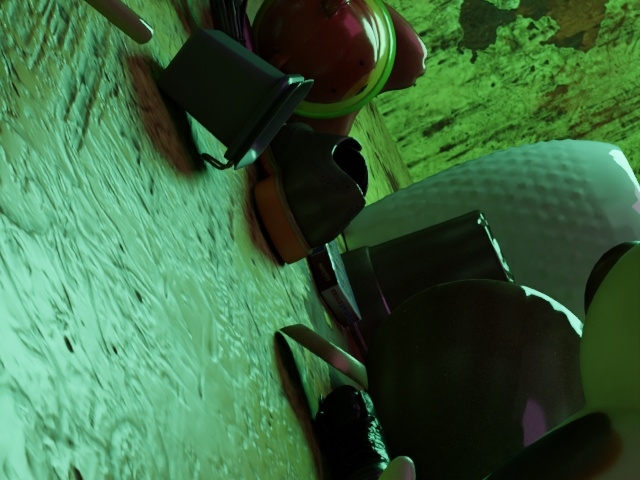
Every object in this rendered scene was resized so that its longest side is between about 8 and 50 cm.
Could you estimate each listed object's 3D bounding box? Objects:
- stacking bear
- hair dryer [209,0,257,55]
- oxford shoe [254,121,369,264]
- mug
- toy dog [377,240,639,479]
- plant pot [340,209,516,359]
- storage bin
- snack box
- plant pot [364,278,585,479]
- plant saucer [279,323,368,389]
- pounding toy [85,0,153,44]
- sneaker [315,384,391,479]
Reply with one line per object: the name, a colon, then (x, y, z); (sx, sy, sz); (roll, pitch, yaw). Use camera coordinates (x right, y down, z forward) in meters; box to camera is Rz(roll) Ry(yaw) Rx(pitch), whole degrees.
stacking bear: (0.003, -0.196, 1.807); (0.164, 0.175, 0.289); (51, 5, 0)
hair dryer: (-0.103, -0.229, 1.674); (0.293, 0.080, 0.223); (-90, 172, -62)
oxford shoe: (0.001, -0.057, 1.632); (0.271, 0.098, 0.097); (-95, 159, -69)
mug: (0.248, 0.072, 2.063); (0.276, 0.328, 0.374); (41, 26, -72)
toy dog: (0.230, 0.182, 1.282); (0.395, 0.408, 0.284); (34, -16, -13)
plant pot: (0.116, 0.057, 1.829); (0.167, 0.165, 0.167); (-24, 90, -83)
storage bin: (-0.073, -0.113, 1.386); (0.091, 0.098, 0.135); (38, 8, 1)
snack box: (0.000, 0.000, 1.746); (0.064, 0.022, 0.178); (59, 10, -47)
plant pot: (0.128, 0.182, 1.486); (0.215, 0.215, 0.230); (62, 21, -23)
plant saucer: (0.006, 0.087, 1.374); (0.083, 0.015, 0.083); (34, -4, 3)
pounding toy: (-0.163, -0.177, 0.947); (0.206, 0.094, 0.181); (-68, 139, -67)
sneaker: (0.023, 0.151, 1.338); (0.170, 0.051, 0.089); (43, 23, -83)
